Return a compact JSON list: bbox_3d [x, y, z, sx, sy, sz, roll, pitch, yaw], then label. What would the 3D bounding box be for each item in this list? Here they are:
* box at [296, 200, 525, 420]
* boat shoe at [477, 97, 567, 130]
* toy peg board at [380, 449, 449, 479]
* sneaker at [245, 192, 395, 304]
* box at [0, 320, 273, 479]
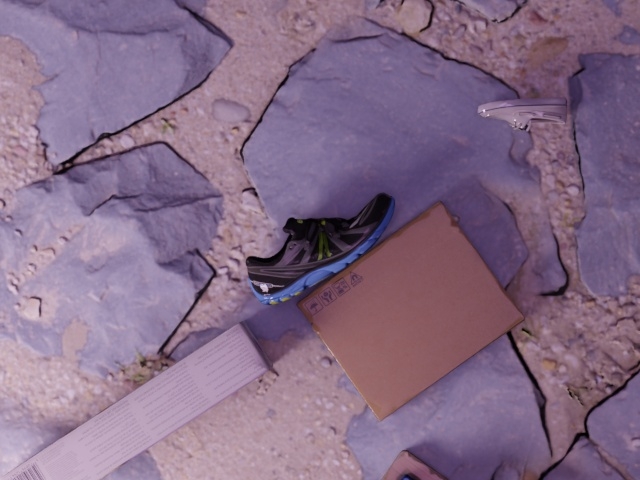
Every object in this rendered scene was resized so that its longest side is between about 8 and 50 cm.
[{"bbox_3d":[0.100,0.079,1.901,0.201,0.021,0.164,-36,87,1],"label":"box"},{"bbox_3d":[0.225,-0.139,1.895,0.100,0.035,0.035,-3,86,-3],"label":"boat shoe"},{"bbox_3d":[0.110,0.343,1.865,0.161,0.079,0.161,35,91,3],"label":"toy peg board"},{"bbox_3d":[0.000,0.000,1.886,0.188,0.067,0.078,-31,93,5],"label":"sneaker"},{"bbox_3d":[-0.204,0.202,1.895,0.324,0.063,0.067,-34,88,2],"label":"box"}]
